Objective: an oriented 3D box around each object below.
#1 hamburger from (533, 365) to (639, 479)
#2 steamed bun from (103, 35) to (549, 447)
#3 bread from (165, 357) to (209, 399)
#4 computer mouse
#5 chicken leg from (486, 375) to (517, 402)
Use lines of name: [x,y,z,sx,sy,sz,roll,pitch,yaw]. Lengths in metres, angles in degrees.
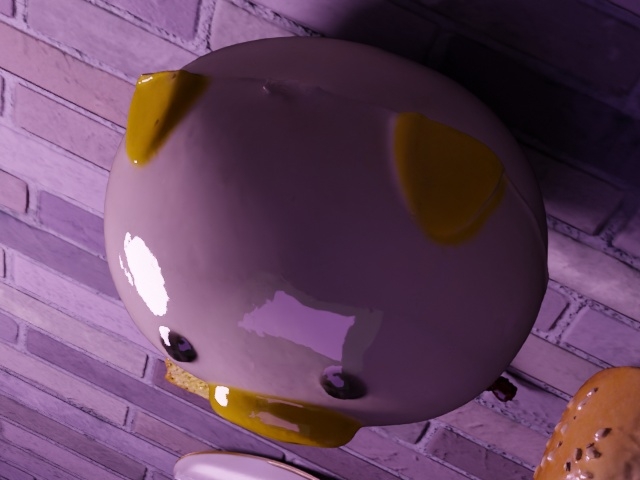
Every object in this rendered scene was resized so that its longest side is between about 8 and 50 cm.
hamburger: [0.327,0.331,1.691,0.268,0.287,0.445,22,149,14]
steamed bun: [0.002,-0.005,1.380,0.374,0.334,0.334,10,147,20]
bread: [-0.096,0.163,1.999,0.187,0.065,0.103,18,149,19]
computer mouse: [-0.056,0.359,2.278,0.310,0.071,0.158,12,147,26]
chicken leg: [0.125,0.105,1.734,0.093,0.053,0.205,-12,139,30]
